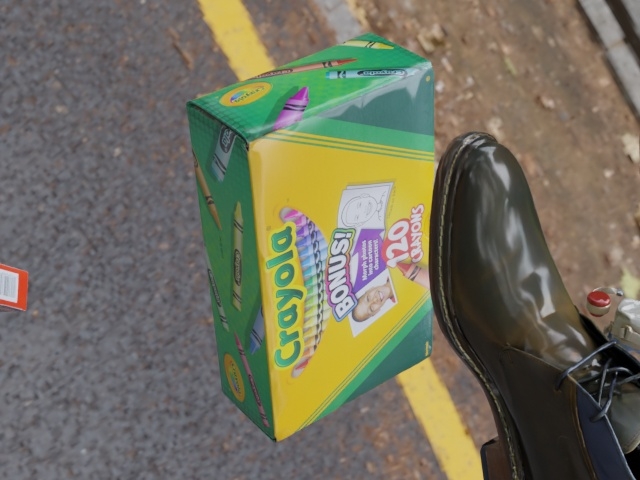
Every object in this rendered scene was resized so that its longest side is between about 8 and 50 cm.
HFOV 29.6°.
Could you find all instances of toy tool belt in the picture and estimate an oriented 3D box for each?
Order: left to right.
[{"bbox_3d":[0.255,0.076,0.993,0.052,0.083,0.051,-47,148,-51],"label":"toy tool belt"}]

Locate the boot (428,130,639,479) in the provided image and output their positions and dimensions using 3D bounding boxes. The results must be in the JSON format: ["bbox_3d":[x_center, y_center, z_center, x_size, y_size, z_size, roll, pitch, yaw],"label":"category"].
[{"bbox_3d":[0.122,0.052,0.572,0.082,0.106,0.219,-27,109,-36],"label":"boot"}]

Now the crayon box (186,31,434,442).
[{"bbox_3d":[0.000,0.000,0.929,0.165,0.081,0.278,-26,131,-28],"label":"crayon box"}]

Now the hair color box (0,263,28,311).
[{"bbox_3d":[-0.369,0.048,1.198,0.072,0.141,0.043,28,61,-67],"label":"hair color box"}]
